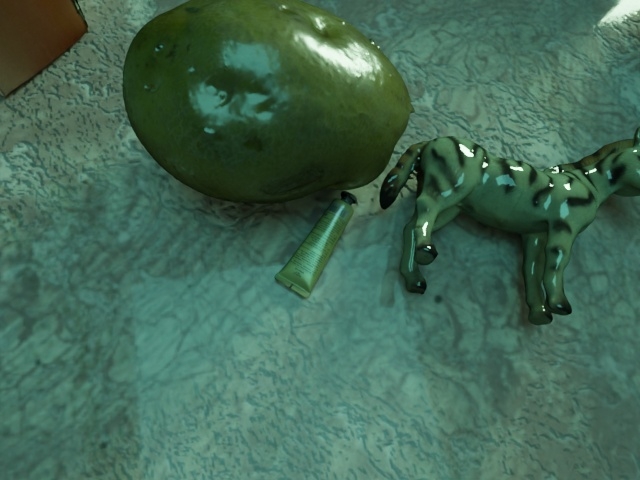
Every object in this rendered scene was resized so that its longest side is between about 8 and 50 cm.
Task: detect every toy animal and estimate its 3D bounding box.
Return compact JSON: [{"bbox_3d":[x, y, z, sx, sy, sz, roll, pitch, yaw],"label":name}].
[{"bbox_3d":[0.181,-0.013,0.405,0.254,0.090,0.170,1,64,-5],"label":"toy animal"}]

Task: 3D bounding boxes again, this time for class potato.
[{"bbox_3d":[-0.038,-0.116,0.395,0.234,0.160,0.178,7,88,-11],"label":"potato"}]

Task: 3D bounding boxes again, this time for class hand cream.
[{"bbox_3d":[0.000,0.000,0.420,0.035,0.022,0.102,30,75,8],"label":"hand cream"}]

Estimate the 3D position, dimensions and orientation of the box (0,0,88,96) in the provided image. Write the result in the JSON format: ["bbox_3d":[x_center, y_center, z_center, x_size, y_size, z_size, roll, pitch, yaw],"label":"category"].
[{"bbox_3d":[-0.419,-0.350,0.355,0.385,0.345,0.122,34,69,10],"label":"box"}]
